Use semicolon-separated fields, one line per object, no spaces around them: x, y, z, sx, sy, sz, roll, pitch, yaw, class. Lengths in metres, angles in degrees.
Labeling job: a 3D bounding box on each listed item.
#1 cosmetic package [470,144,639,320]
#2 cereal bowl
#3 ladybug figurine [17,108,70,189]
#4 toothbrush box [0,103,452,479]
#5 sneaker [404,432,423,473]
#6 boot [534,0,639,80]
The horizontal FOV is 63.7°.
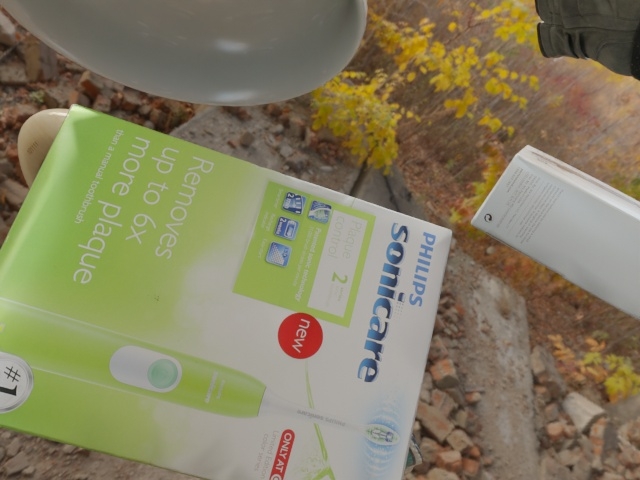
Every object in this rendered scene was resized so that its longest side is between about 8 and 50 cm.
0.366;-0.015;0.668;0.285;0.097;0.377;34;22;13;cosmetic package
-0.122;-0.269;0.484;0.339;0.339;0.141;16;73;-41;cereal bowl
-0.460;-0.103;1.162;0.449;0.305;0.162;52;29;-13;ladybug figurine
-0.072;0.056;0.383;0.284;0.122;0.206;19;72;-8;toothbrush box
0.148;0.454;1.105;0.110;0.275;0.107;-15;49;-12;sneaker
0.292;-0.275;0.531;0.161;0.083;0.246;36;-17;37;boot
